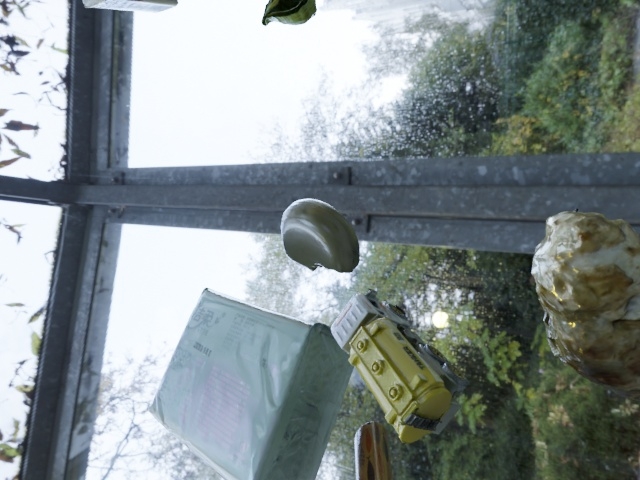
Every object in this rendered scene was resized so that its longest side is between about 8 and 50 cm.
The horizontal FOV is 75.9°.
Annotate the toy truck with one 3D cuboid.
[{"bbox_3d":[0.097,0.160,0.558,0.114,0.227,0.098,29,-79,-31],"label":"toy truck"}]

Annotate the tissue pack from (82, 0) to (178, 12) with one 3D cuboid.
[{"bbox_3d":[-0.355,-0.486,0.752,0.148,0.099,0.106,-34,-57,-49],"label":"tissue pack"}]

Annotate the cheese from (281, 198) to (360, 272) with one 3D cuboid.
[{"bbox_3d":[0.000,0.000,0.905,0.091,0.202,0.176,-38,-39,-36],"label":"cheese"}]

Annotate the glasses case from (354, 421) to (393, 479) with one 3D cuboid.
[{"bbox_3d":[0.089,0.402,0.725,0.041,0.064,0.170,47,-165,-12],"label":"glasses case"}]

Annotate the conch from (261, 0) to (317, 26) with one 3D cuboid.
[{"bbox_3d":[-0.037,-0.363,0.612,0.121,0.089,0.074,-39,-63,-4],"label":"conch"}]

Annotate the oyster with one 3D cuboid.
[{"bbox_3d":[0.295,0.087,0.329,0.094,0.294,0.166,-58,-12,-31],"label":"oyster"}]

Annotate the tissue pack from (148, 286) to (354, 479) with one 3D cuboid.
[{"bbox_3d":[-0.158,0.315,0.915,0.205,0.404,0.332,36,-110,-42],"label":"tissue pack"}]
